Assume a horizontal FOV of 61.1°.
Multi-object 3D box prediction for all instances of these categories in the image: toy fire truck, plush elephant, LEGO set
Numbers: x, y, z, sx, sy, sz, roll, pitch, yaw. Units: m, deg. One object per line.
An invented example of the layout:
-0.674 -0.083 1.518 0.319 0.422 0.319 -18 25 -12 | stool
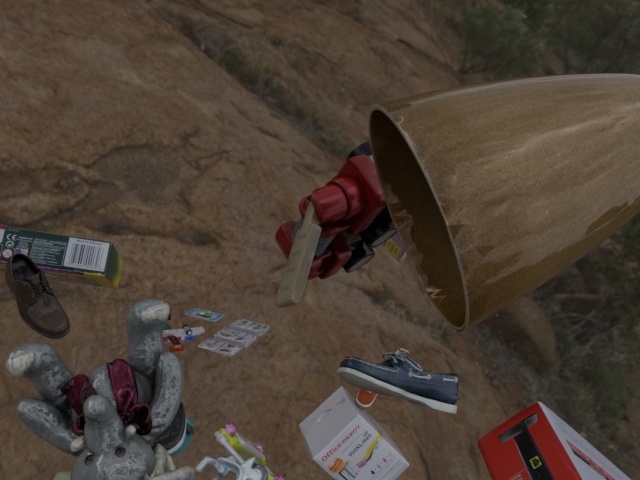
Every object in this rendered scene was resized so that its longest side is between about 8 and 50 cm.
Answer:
0.000 0.000 0.760 0.246 0.217 0.159 -22 71 -36 | toy fire truck
-0.339 0.300 0.866 0.271 0.255 0.330 -13 104 -18 | plush elephant
-0.254 0.198 1.131 0.244 0.060 0.182 11 12 16 | LEGO set
-0.066 0.277 0.518 0.132 0.287 0.107 -31 43 -30 | LEGO set

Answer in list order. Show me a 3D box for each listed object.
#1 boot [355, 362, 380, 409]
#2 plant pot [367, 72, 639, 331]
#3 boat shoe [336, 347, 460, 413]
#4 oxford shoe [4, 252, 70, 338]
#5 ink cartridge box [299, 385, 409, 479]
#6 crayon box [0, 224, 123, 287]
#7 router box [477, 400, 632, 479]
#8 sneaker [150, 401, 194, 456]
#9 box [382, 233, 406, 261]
0.150 0.381 1.484 0.059 0.085 0.158 23 37 12 | boot
0.208 -0.064 0.544 0.254 0.237 0.237 -21 64 -2 | plant pot
0.142 0.232 0.928 0.254 0.095 0.079 22 73 -22 | boat shoe
-0.647 0.125 1.229 0.227 0.096 0.082 49 47 10 | oxford shoe
0.088 0.562 1.489 0.233 0.171 0.168 48 -4 -19 | ink cartridge box
-0.785 0.052 1.579 0.362 0.313 0.106 10 77 -13 | crayon box
0.317 0.352 0.490 0.335 0.082 0.301 40 19 -23 | router box
-0.380 0.478 1.347 0.123 0.179 0.295 -22 24 -17 | sneaker
0.221 -0.110 1.043 0.243 0.214 0.117 -35 71 -24 | box
